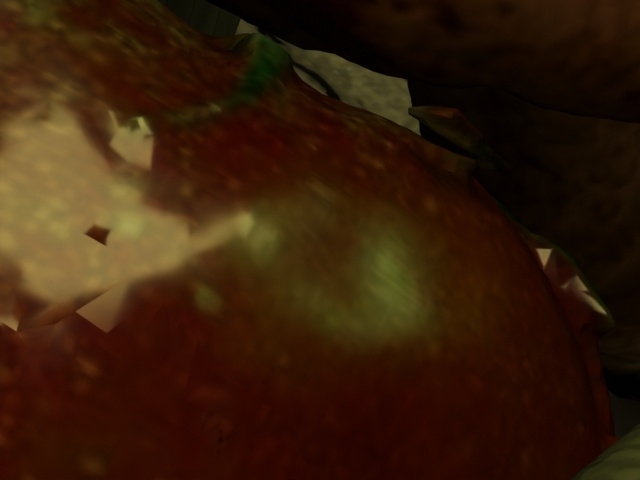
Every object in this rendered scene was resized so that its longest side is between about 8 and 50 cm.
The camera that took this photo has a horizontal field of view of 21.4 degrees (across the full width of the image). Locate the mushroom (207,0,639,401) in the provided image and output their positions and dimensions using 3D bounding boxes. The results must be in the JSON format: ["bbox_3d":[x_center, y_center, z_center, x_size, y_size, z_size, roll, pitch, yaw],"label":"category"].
[{"bbox_3d":[0.049,-0.113,0.555,0.334,0.356,0.331,-10,54,-35],"label":"mushroom"}]

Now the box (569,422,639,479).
[{"bbox_3d":[0.059,0.234,0.251,0.177,0.352,0.344,5,26,44],"label":"box"}]

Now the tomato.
[{"bbox_3d":[-0.080,0.059,0.446,0.303,0.303,0.239,25,80,12],"label":"tomato"}]

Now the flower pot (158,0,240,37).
[{"bbox_3d":[-0.129,-0.198,0.761,0.209,0.189,0.239,34,38,19],"label":"flower pot"}]
